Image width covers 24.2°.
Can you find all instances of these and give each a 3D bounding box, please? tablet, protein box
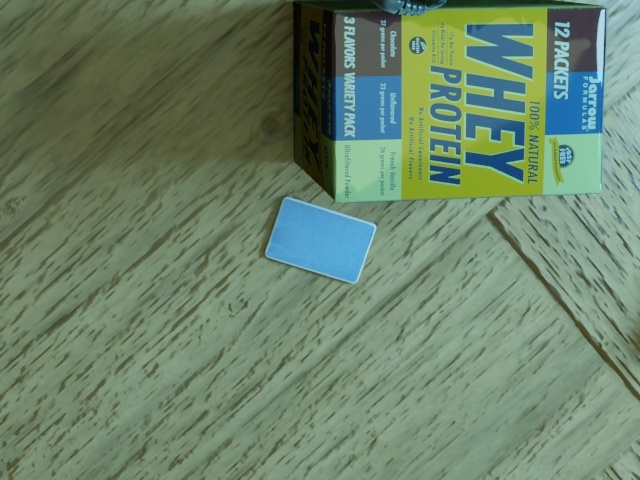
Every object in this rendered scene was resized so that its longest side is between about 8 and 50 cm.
[{"bbox_3d":[0.000,0.000,1.242,0.083,0.006,0.054,17,98,-11],"label":"tablet"},{"bbox_3d":[0.090,-0.113,1.134,0.199,0.201,0.136,-2,101,-9],"label":"protein box"}]

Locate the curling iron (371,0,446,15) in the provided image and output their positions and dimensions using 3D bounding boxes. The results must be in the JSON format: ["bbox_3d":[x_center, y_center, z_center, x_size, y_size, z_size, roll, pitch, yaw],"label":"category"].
[{"bbox_3d":[0.009,-0.236,1.084,0.068,0.274,0.035,-14,132,-28],"label":"curling iron"}]
